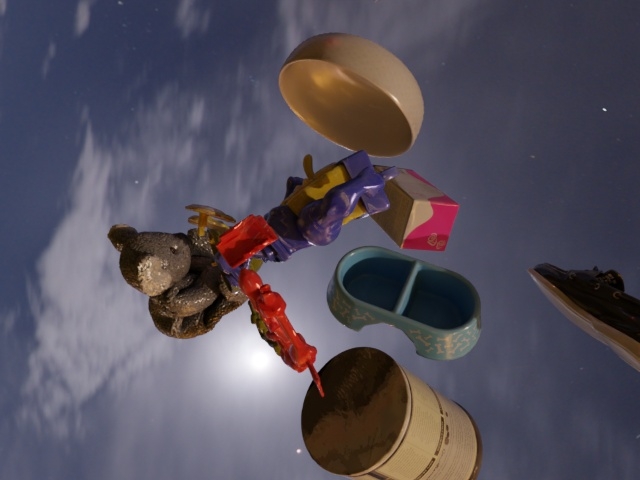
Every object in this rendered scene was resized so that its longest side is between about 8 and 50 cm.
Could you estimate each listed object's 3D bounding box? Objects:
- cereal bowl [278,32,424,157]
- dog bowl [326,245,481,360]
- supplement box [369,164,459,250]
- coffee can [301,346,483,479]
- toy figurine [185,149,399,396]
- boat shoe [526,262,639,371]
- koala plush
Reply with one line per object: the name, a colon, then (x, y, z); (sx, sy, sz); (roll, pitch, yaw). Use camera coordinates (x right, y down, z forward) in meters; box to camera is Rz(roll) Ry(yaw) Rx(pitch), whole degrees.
cereal bowl: (0.083, -0.337, 1.229); (0.339, 0.339, 0.141); (16, -109, 43)
dog bowl: (0.153, 0.104, 1.015); (0.297, 0.166, 0.074); (19, -36, 16)
supplement box: (0.188, -0.074, 1.203); (0.220, 0.111, 0.114); (-125, -136, -60)
coffee can: (0.128, 0.325, 0.943); (0.201, 0.275, 0.202); (-23, -133, 27)
toy figurine: (0.000, 0.000, 0.605); (0.191, 0.217, 0.362); (56, -12, -3)
boat shoe: (0.497, 0.105, 0.972); (0.113, 0.127, 0.340); (-44, -162, 6)
koala plush: (-0.276, 0.061, 0.999); (0.203, 0.221, 0.196); (-46, -130, -1)
